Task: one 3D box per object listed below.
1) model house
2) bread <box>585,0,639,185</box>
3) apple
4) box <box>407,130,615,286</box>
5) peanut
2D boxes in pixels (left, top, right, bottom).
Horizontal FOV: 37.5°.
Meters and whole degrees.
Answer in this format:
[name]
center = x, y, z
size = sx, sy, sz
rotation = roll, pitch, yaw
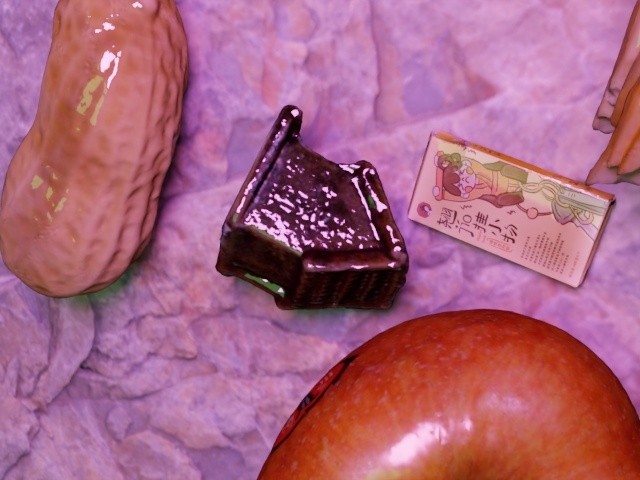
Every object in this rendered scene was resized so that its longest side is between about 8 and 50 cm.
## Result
[model house]
center = -0.001, 0.003, 0.763
size = 0.152, 0.106, 0.165
rotation = 30, 153, 6
[bread]
center = 0.288, -0.050, 0.463
size = 0.314, 0.191, 0.369
rotation = 22, 123, 15
[apple]
center = 0.086, 0.198, 0.652
size = 0.278, 0.250, 0.309
rotation = 25, 97, 22
[box]
center = 0.138, -0.026, 0.710
size = 0.149, 0.020, 0.073
rotation = 23, 115, 22
[peanut]
center = -0.192, -0.090, 0.809
size = 0.147, 0.147, 0.305
rotation = 32, 118, 18
